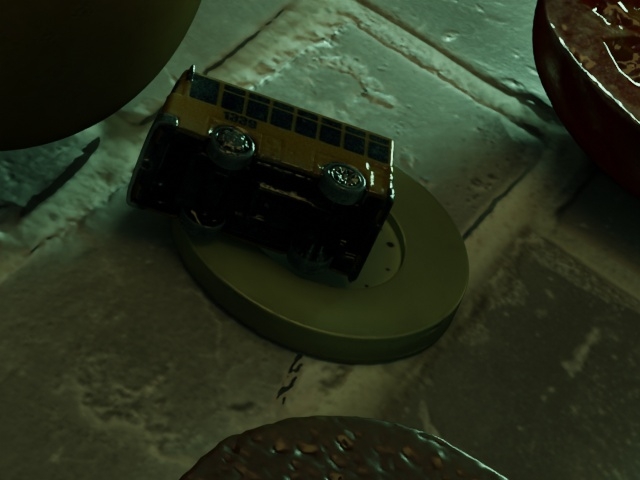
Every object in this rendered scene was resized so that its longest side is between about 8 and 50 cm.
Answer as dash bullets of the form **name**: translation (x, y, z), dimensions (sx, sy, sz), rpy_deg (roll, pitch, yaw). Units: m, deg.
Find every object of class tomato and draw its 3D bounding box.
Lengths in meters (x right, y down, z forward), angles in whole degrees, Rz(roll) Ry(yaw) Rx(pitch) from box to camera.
- **tomato**: translation (0.321, -0.126, 1.643), dimensions (0.338, 0.144, 0.338), rpy_deg (12, 46, -13)

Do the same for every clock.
- **clock**: translation (0.000, 0.000, 1.429), dimensions (0.235, 0.029, 0.235), rpy_deg (14, 39, -12)

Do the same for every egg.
- **egg**: translation (-0.224, -0.224, 1.340), dimensions (0.301, 0.301, 0.374), rpy_deg (29, 36, 4)

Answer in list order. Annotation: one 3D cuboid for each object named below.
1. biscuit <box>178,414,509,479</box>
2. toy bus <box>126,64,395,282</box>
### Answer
- **biscuit**: translation (0.056, 0.274, 1.123), dimensions (0.350, 0.070, 0.394), rpy_deg (-24, 59, -40)
- **toy bus**: translation (-0.042, -0.053, 1.371), dimensions (0.182, 0.091, 0.103), rpy_deg (18, 37, -9)
